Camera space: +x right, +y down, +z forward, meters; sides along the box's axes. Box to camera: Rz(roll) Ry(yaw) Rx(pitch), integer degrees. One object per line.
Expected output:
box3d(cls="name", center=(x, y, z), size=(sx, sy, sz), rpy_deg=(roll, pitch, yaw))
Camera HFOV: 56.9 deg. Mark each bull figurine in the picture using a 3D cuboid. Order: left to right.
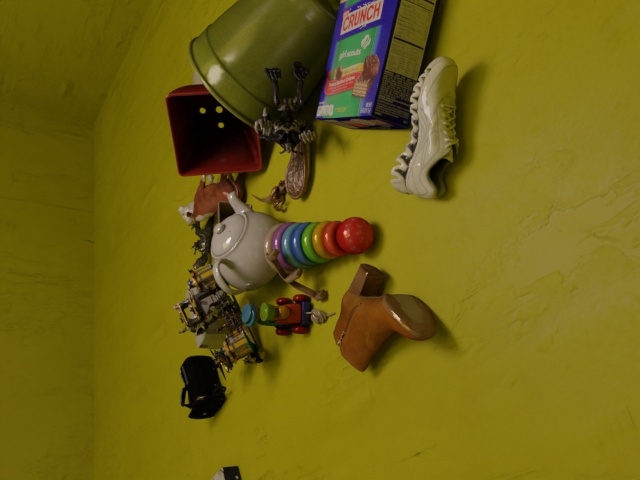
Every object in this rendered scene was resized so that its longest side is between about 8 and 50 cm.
box3d(cls="bull figurine", center=(-0.378, -0.164, 2.070), size=(0.310, 0.101, 0.189), rpy_deg=(-12, 71, 39))

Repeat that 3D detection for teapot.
box3d(cls="teapot", center=(-0.227, 0.015, 1.697), size=(0.253, 0.187, 0.256), rpy_deg=(-57, 35, -4))

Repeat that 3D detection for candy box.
box3d(cls="candy box", center=(0.128, -0.432, 1.400), size=(0.268, 0.122, 0.318), rpy_deg=(18, 95, 60))

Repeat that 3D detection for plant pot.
box3d(cls="plant pot", center=(-0.332, -0.385, 1.903), size=(0.236, 0.266, 0.268), rpy_deg=(-101, 8, -57))
box3d(cls="plant pot", center=(-0.292, -0.057, 1.945), size=(0.096, 0.109, 0.109), rpy_deg=(139, 131, -60))
box3d(cls="plant pot", center=(-0.110, -0.545, 1.621), size=(0.353, 0.366, 0.367), rpy_deg=(-40, 50, 28))

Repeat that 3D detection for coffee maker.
box3d(cls="coffee maker", center=(-0.381, 0.468, 1.947), size=(0.171, 0.120, 0.178), rpy_deg=(-40, 48, 13))

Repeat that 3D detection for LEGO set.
box3d(cls="LEGO set", center=(-0.325, 0.248, 1.715), size=(0.332, 0.192, 0.255), rpy_deg=(62, 176, 7))

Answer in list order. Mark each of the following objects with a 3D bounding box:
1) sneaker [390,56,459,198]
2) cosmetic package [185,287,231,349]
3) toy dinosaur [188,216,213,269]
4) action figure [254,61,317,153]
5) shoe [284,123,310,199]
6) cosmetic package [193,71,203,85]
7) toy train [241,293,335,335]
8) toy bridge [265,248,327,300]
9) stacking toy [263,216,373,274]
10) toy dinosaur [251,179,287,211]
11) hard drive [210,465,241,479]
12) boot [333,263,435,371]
box3d(cls="sneaker", center=(0.242, -0.226, 1.222), size=(0.118, 0.110, 0.292), rpy_deg=(30, 115, 46))
box3d(cls="cosmetic package", center=(-0.361, 0.242, 1.952), size=(0.086, 0.117, 0.231), rpy_deg=(-57, 42, 32))
box3d(cls="toy dinosaur", center=(-0.437, -0.018, 2.180), size=(0.118, 0.064, 0.268), rpy_deg=(-6, 73, 47))
box3d(cls="action figure", center=(-0.089, -0.311, 1.526), size=(0.141, 0.163, 0.276), rpy_deg=(-87, -2, -45))
box3d(cls="shoe", center=(-0.054, -0.223, 1.686), size=(0.076, 0.058, 0.219), rpy_deg=(1, 86, 35))
box3d(cls="cosmetic package", center=(-0.304, -0.613, 2.043), size=(0.309, 0.160, 0.113), rpy_deg=(-40, 52, 45))
box3d(cls="toy train", center=(-0.092, 0.190, 1.552), size=(0.248, 0.143, 0.105), rpy_deg=(-17, 69, 53))
box3d(cls="toy bridge", center=(-0.070, 0.092, 1.523), size=(0.063, 0.188, 0.026), rpy_deg=(-29, 25, 51))
box3d(cls="stacking toy", center=(0.000, 0.000, 1.488), size=(0.330, 0.141, 0.141), rpy_deg=(-13, 71, 49))
box3d(cls="toy dinosaur", center=(-0.133, -0.140, 1.783), size=(0.211, 0.064, 0.112), rpy_deg=(-36, 34, 36))
box3d(cls="hard drive", center=(-0.278, 0.873, 1.726), size=(0.237, 0.064, 0.339), rpy_deg=(-53, 44, 34))
box3d(cls="boot", center=(0.128, 0.203, 1.286), size=(0.295, 0.104, 0.211), rpy_deg=(46, 125, 55))
